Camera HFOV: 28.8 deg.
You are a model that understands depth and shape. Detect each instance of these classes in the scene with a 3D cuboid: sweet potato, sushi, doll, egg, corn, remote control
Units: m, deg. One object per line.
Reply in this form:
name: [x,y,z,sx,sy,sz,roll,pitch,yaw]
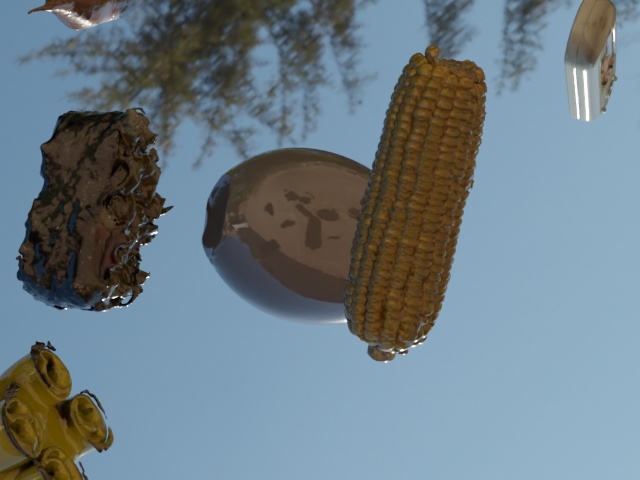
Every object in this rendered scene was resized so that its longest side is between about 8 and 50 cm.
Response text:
sweet potato: [-0.166,-0.175,0.885,0.056,0.056,0.195,46,-161,-9]
sushi: [-0.225,-0.026,1.291,0.147,0.115,0.212,58,-138,-68]
doll: [-0.252,0.164,0.805,0.143,0.221,0.135,54,-165,-19]
egg: [0.000,0.000,1.254,0.232,0.176,0.176,20,-127,-19]
corn: [0.069,-0.024,0.923,0.080,0.080,0.238,3,-75,-40]
remote control: [0.284,-0.185,1.296,0.221,0.042,0.078,46,-117,-70]
